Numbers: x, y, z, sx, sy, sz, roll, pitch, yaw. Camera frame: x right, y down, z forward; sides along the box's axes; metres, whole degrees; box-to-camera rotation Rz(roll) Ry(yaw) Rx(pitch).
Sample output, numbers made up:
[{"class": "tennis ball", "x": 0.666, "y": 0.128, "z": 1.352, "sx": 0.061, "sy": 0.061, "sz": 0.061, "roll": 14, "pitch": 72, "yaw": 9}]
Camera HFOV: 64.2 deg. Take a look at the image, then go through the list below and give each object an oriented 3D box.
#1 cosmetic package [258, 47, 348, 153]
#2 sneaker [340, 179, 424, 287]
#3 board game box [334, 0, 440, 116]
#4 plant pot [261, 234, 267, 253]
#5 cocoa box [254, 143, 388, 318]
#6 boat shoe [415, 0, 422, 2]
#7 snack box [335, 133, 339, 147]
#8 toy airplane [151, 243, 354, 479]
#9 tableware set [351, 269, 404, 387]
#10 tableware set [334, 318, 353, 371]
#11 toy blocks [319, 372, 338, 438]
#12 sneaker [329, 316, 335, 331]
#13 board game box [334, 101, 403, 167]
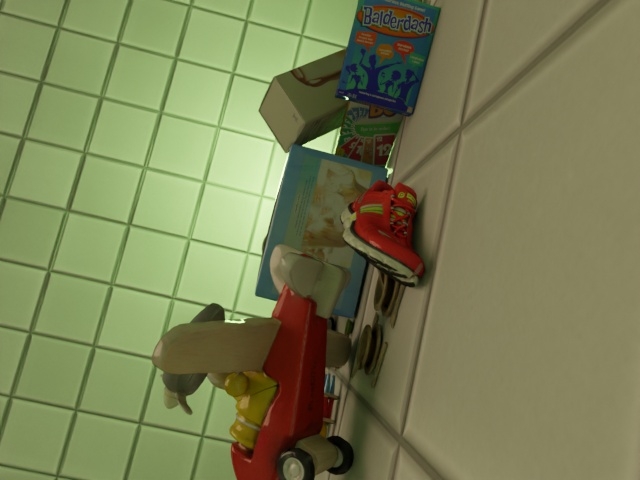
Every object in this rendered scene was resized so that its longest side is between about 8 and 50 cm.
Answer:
[{"class": "cosmetic package", "x": 0.021, "y": -0.341, "z": 1.198, "sx": 0.296, "sy": 0.129, "sz": 0.153, "roll": -32, "pitch": -3, "yaw": -29}, {"class": "sneaker", "x": 0.100, "y": -0.030, "z": 0.764, "sx": 0.118, "sy": 0.107, "sz": 0.279, "roll": -49, "pitch": 20, "yaw": 12}, {"class": "board game box", "x": 0.130, "y": -0.370, "z": 1.010, "sx": 0.047, "sy": 0.160, "sz": 0.210, "roll": -112, "pitch": 35, "yaw": -82}, {"class": "plant pot", "x": -0.050, "y": -0.003, "z": 1.966, "sx": 0.274, "sy": 0.256, "sz": 0.256, "roll": -53, "pitch": -16, "yaw": -52}, {"class": "cocoa box", "x": -0.006, "y": -0.016, "z": 1.200, "sx": 0.228, "sy": 0.231, "sz": 0.347, "roll": 158, "pitch": 126, "yaw": -84}, {"class": "boat shoe", "x": 0.151, "y": -0.463, "z": 1.290, "sx": 0.341, "sy": 0.121, "sz": 0.110, "roll": 112, "pitch": 170, "yaw": -52}, {"class": "snack box", "x": 0.078, "y": -0.295, "z": 2.064, "sx": 0.207, "sy": 0.070, "sz": 0.174, "roll": 105, "pitch": 175, "yaw": -45}, {"class": "toy airplane", "x": -0.085, "y": 0.193, "z": 0.863, "sx": 0.384, "sy": 0.272, "sz": 0.386, "roll": -55, "pitch": -48, "yaw": -45}, {"class": "tableware set", "x": 0.086, "y": 0.126, "z": 0.832, "sx": 0.128, "sy": 0.039, "sz": 0.194, "roll": -93, "pitch": 17, "yaw": -76}, {"class": "tableware set", "x": 0.044, "y": 0.236, "z": 1.158, "sx": 0.154, "sy": 0.024, "sz": 0.104, "roll": 112, "pitch": 171, "yaw": -66}, {"class": "toy blocks", "x": 0.002, "y": 0.367, "z": 1.096, "sx": 0.123, "sy": 0.054, "sz": 0.148, "roll": 113, "pitch": 169, "yaw": -65}, {"class": "sneaker", "x": 0.002, "y": 0.243, "z": 1.416, "sx": 0.106, "sy": 0.101, "sz": 0.267, "roll": -52, "pitch": 10, "yaw": 15}, {"class": "board game box", "x": 0.121, "y": -0.288, "z": 1.112, "sx": 0.039, "sy": 0.124, "sz": 0.259, "roll": -94, "pitch": 17, "yaw": -57}]
